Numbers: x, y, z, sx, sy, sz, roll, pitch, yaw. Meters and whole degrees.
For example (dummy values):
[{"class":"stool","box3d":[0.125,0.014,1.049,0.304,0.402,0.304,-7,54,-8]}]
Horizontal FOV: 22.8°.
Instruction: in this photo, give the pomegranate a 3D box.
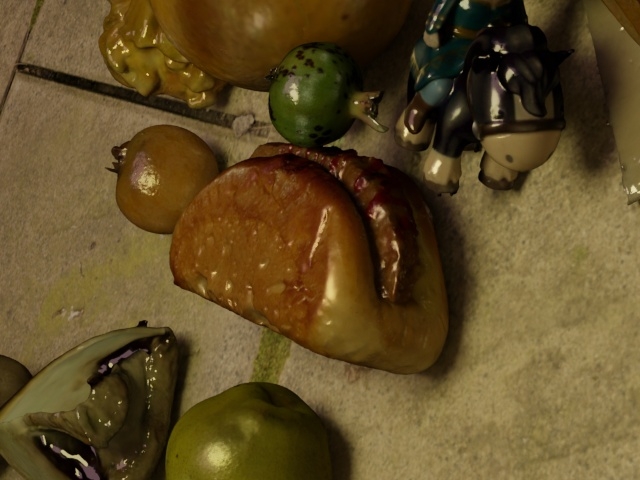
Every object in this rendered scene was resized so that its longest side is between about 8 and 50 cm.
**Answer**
[{"class":"pomegranate","box3d":[0.012,-0.158,1.771,0.161,0.122,0.122,18,88,23]}]

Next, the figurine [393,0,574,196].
[{"class":"figurine","box3d":[0.172,-0.249,1.653,0.306,0.241,0.412,-151,65,-84]}]

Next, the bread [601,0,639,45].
[{"class":"bread","box3d":[0.370,-0.350,1.420,0.314,0.370,0.191,-18,25,43]}]

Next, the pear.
[{"class":"pear","box3d":[-0.080,0.261,1.799,0.198,0.198,0.198,-27,54,43]}]

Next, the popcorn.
[{"class":"popcorn","box3d":[-0.218,-0.293,2.246,0.190,0.191,0.254,111,160,-51]}]

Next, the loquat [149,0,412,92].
[{"class":"loquat","box3d":[-0.036,-0.303,1.915,0.328,0.328,0.360,-10,98,50]}]

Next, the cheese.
[{"class":"cheese","box3d":[0.313,-0.222,1.642,0.085,0.034,0.400,-36,49,41]}]

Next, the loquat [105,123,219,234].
[{"class":"loquat","box3d":[-0.213,-0.083,2.168,0.137,0.163,0.163,-143,74,-85]}]

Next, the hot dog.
[{"class":"hot dog","box3d":[-0.002,0.000,1.819,0.405,0.185,0.223,22,93,53]}]

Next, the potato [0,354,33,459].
[{"class":"potato","box3d":[-0.522,0.264,2.398,0.262,0.165,0.165,-51,40,32]}]

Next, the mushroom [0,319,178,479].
[{"class":"mushroom","box3d":[-0.276,0.234,2.129,0.217,0.212,0.292,-38,4,-34]}]
